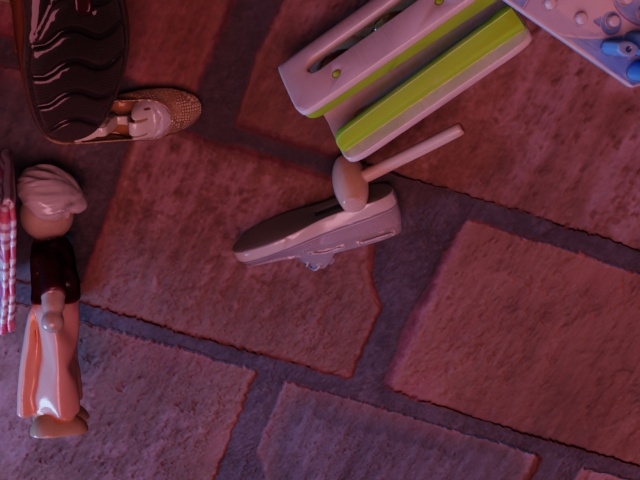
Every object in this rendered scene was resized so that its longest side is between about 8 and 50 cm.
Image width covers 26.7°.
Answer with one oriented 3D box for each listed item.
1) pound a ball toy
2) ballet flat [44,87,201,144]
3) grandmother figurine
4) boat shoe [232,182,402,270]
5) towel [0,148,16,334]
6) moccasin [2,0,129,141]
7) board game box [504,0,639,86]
[{"bbox_3d":[0.097,-0.204,1.650,0.319,0.136,0.208,-34,138,14],"label":"pound a ball toy"},{"bbox_3d":[-0.250,-0.146,1.675,0.206,0.067,0.073,-6,120,-1],"label":"ballet flat"},{"bbox_3d":[-0.342,0.073,1.723,0.104,0.208,0.343,-4,98,-17],"label":"grandmother figurine"},{"bbox_3d":[0.000,-0.001,1.770,0.227,0.079,0.081,-19,115,3],"label":"boat shoe"},{"bbox_3d":[-0.400,0.001,1.702,0.029,0.144,0.197,-1,118,-15],"label":"towel"},{"bbox_3d":[-0.308,-0.300,1.552,0.139,0.147,0.380,-17,117,-19],"label":"moccasin"},{"bbox_3d":[0.315,-0.428,1.488,0.390,0.050,0.390,30,91,-19],"label":"board game box"}]
